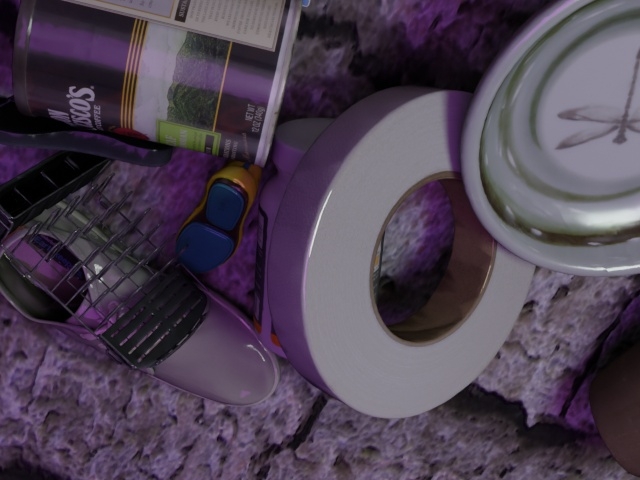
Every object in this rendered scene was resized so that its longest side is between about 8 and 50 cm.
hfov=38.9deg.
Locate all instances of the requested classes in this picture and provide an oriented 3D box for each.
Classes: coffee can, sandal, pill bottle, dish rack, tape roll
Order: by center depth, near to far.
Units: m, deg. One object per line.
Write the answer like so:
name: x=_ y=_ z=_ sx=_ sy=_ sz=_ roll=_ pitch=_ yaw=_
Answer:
coffee can: x=-0.174 y=-0.208 z=1.005 sx=0.275 sy=0.201 sz=0.202 roll=12 pitch=116 yaw=-6
tape roll: x=0.113 y=0.015 z=1.061 sx=0.392 sy=0.072 sz=0.392 roll=-13 pitch=111 yaw=-36
dish rack: x=-0.251 y=0.019 z=1.095 sx=0.271 sy=0.208 sz=0.074 roll=45 pitch=126 yaw=-3
sandal: x=-0.304 y=-0.147 z=1.102 sx=0.254 sy=0.097 sz=0.055 roll=8 pitch=118 yaw=-15
pill bottle: x=0.000 y=0.000 z=1.127 sx=0.162 sy=0.162 sz=0.279 roll=4 pitch=117 yaw=-2

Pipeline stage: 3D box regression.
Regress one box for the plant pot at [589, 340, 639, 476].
plant pot: x=0.491 y=0.208 z=1.198 sx=0.229 sy=0.263 sz=0.263 roll=-33 pitch=113 yaw=33

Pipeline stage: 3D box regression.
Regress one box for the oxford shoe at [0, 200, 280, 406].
oxford shoe: x=-0.250 y=0.104 z=1.203 sx=0.449 sy=0.130 sz=0.169 roll=36 pitch=110 yaw=-17

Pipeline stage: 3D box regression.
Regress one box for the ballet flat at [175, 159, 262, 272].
ballet flat: x=-0.123 y=-0.036 z=1.149 sx=0.077 sy=0.077 sz=0.231 roll=29 pitch=145 yaw=-6

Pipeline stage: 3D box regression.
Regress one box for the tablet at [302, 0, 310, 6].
tablet: x=-0.030 y=-0.319 z=1.057 sx=0.054 sy=0.006 sz=0.083 roll=13 pitch=117 yaw=-6

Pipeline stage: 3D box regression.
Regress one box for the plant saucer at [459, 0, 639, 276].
plant saucer: x=0.348 y=-0.139 z=1.016 sx=0.400 sy=0.101 sz=0.401 roll=-3 pitch=129 yaw=-3
